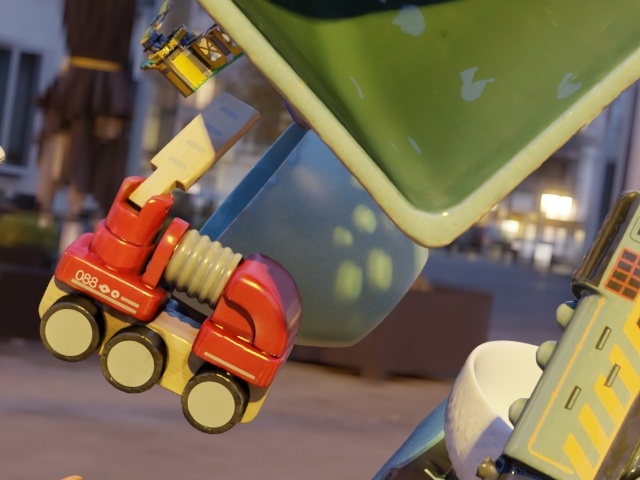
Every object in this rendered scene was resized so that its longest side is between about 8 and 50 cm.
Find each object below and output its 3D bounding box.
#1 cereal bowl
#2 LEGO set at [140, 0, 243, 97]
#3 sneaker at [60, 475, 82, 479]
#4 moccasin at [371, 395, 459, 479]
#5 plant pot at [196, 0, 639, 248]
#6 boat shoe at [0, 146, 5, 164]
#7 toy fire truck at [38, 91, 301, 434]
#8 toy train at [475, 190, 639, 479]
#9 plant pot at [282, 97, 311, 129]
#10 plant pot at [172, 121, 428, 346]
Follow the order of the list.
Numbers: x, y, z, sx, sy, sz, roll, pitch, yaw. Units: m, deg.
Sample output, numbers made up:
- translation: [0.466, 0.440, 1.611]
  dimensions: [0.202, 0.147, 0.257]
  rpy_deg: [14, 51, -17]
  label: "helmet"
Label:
- translation: [0.270, 0.254, 2.042]
  dimensions: [0.339, 0.141, 0.339]
  rpy_deg: [24, 20, -9]
  label: "cereal bowl"
- translation: [-0.114, -0.350, 2.329]
  dimensions: [0.192, 0.331, 0.255]
  rpy_deg: [45, -28, -14]
  label: "LEGO set"
- translation: [-0.187, 0.352, 1.871]
  dimensions: [0.123, 0.290, 0.106]
  rpy_deg: [-34, 11, 17]
  label: "sneaker"
- translation: [0.157, 0.294, 2.531]
  dimensions: [0.117, 0.137, 0.342]
  rpy_deg: [39, -26, 3]
  label: "moccasin"
- translation: [0.034, -0.195, 0.925]
  dimensions: [0.248, 0.247, 0.252]
  rpy_deg: [47, 3, -25]
  label: "plant pot"
- translation: [-0.258, -0.035, 1.405]
  dimensions: [0.100, 0.035, 0.035]
  rpy_deg: [-27, 0, 31]
  label: "boat shoe"
- translation: [-0.104, 0.011, 1.753]
  dimensions: [0.217, 0.246, 0.158]
  rpy_deg: [27, 17, 3]
  label: "toy fire truck"
- translation: [0.261, 0.121, 1.562]
  dimensions: [0.190, 0.334, 0.142]
  rpy_deg: [26, -6, 14]
  label: "toy train"
- translation: [0.073, -0.212, 1.604]
  dimensions: [0.212, 0.236, 0.236]
  rpy_deg: [9, -35, -44]
  label: "plant pot"
- translation: [0.000, 0.000, 2.093]
  dimensions: [0.195, 0.290, 0.290]
  rpy_deg: [40, -3, -7]
  label: "plant pot"
